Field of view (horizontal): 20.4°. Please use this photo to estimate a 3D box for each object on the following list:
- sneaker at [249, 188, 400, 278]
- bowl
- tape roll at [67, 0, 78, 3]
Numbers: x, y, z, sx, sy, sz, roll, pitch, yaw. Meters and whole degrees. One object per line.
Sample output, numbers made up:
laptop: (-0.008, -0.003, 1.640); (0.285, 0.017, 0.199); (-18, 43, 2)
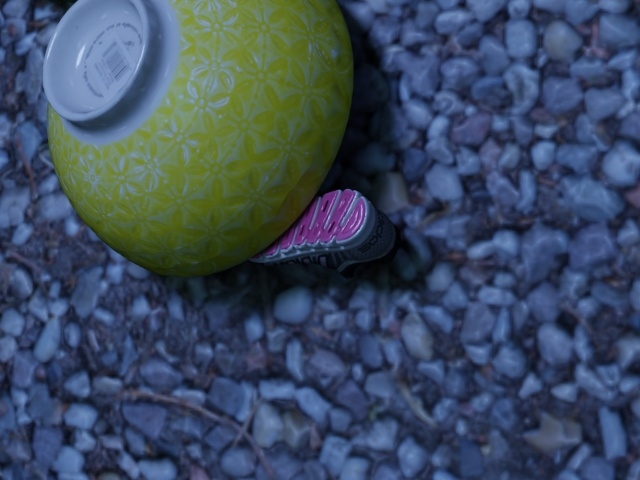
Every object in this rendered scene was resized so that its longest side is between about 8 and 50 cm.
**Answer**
sneaker: (0.000, 0.000, 1.458); (0.170, 0.075, 0.063); (-7, 59, 49)
bowl: (-0.133, -0.126, 1.456); (0.289, 0.156, 0.289); (-14, 66, 34)
tape roll: (-0.202, -0.376, 1.606); (0.321, 0.077, 0.321); (-4, 82, 28)
